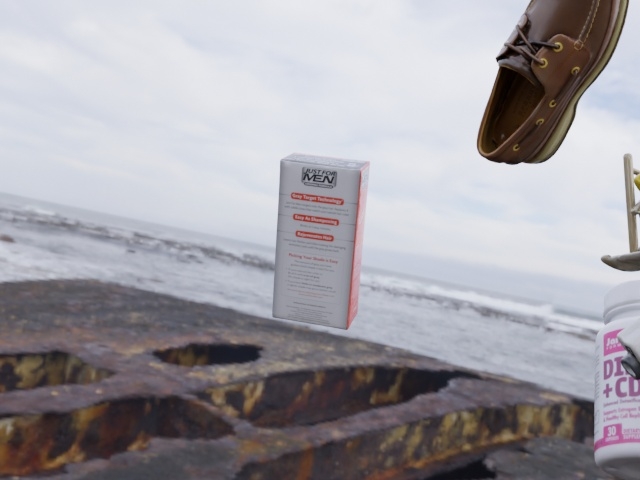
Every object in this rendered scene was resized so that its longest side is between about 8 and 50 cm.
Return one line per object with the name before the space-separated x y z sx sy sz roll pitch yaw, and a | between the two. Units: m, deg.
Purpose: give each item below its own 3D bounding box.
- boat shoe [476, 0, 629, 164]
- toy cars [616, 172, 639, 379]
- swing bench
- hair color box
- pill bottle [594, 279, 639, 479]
boat shoe | 0.161 -0.129 0.544 0.060 0.178 0.064 -13 44 -34
toy cars | 0.486 0.076 0.982 0.176 0.394 0.087 4 4 -6
swing bench | 0.718 -0.058 1.504 0.165 0.255 0.253 19 -13 -16
hair color box | 0.000 0.000 0.658 0.071 0.141 0.043 9 18 13
pill bottle | 0.506 0.214 1.176 0.160 0.283 0.160 9 -29 5
